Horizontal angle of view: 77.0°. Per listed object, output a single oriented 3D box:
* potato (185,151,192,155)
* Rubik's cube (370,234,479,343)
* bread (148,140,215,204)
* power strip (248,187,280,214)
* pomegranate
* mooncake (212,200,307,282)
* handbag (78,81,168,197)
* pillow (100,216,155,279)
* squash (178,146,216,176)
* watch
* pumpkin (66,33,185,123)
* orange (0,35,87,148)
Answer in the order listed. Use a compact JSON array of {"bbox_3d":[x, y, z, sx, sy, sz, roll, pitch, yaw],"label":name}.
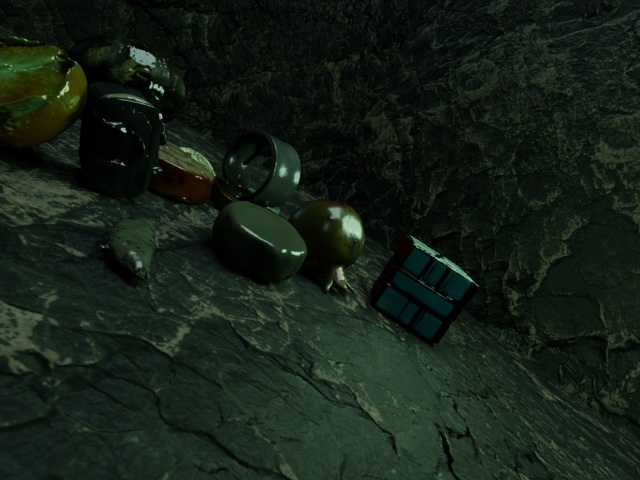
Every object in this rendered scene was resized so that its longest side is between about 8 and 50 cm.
[{"bbox_3d":[-0.549,-0.338,1.621,0.037,0.036,0.093,42,42,-22],"label":"potato"},{"bbox_3d":[0.380,0.175,1.532,0.289,0.283,0.293,34,13,4],"label":"Rubik's cube"},{"bbox_3d":[-0.503,-0.240,1.305,0.328,0.114,0.295,40,12,30],"label":"bread"},{"bbox_3d":[-0.269,-0.167,1.862,0.168,0.054,0.253,31,10,-20],"label":"power strip"},{"bbox_3d":[0.014,0.025,1.377,0.291,0.323,0.291,2,-1,0],"label":"pomegranate"},{"bbox_3d":[-0.168,0.006,1.102,0.275,0.135,0.275,31,13,-8],"label":"mooncake"},{"bbox_3d":[-0.480,-0.238,0.979,0.181,0.254,0.181,1,31,-42],"label":"handbag"},{"bbox_3d":[-0.360,-0.001,0.761,0.093,0.051,0.241,27,13,-28],"label":"pillow"},{"bbox_3d":[-0.575,-0.312,1.726,0.237,0.155,0.203,26,48,-37],"label":"squash"},{"bbox_3d":[-0.263,-0.268,1.566,0.335,0.326,0.314,38,11,33],"label":"watch"},{"bbox_3d":[-0.782,-0.637,1.626,0.455,0.343,0.454,10,14,-3],"label":"pumpkin"},{"bbox_3d":[-0.644,-0.317,0.865,0.335,0.262,0.196,30,-26,37],"label":"orange"}]
